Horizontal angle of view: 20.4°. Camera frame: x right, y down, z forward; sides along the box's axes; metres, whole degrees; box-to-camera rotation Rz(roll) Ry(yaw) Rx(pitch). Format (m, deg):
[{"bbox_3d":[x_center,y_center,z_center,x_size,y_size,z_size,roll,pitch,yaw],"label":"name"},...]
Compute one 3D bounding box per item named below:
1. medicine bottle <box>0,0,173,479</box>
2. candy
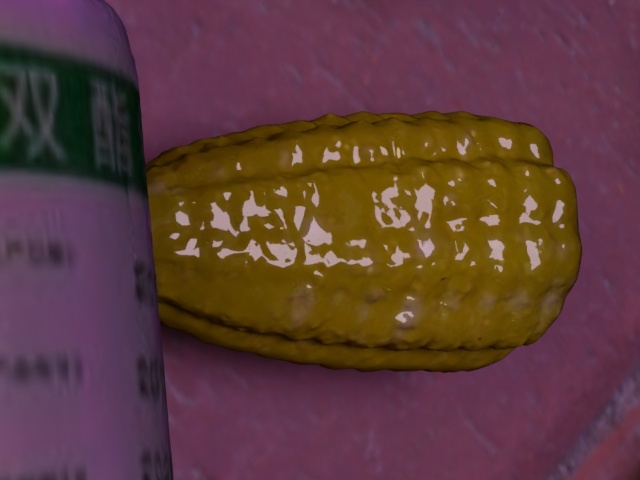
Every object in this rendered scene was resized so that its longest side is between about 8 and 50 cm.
[{"bbox_3d":[-0.151,-0.007,0.483,0.212,0.212,0.325,0,83,-40],"label":"medicine bottle"},{"bbox_3d":[0.000,0.000,0.687,0.199,0.094,0.106,0,83,-33],"label":"candy"}]
